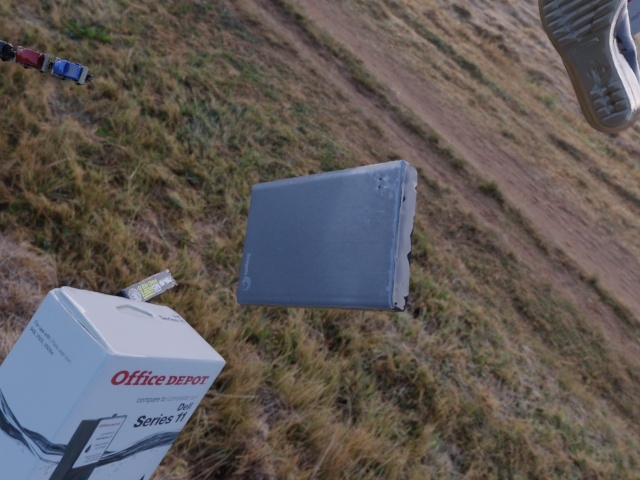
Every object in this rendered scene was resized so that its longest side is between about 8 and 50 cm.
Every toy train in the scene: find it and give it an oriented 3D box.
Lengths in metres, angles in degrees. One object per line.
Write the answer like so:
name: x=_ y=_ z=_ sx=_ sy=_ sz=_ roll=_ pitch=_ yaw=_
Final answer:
toy train: x=-0.377 y=-0.239 z=0.710 sx=0.158 sy=0.027 sz=0.036 roll=18 pitch=-4 yaw=1

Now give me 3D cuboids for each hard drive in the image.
hard drive: x=0.000 y=0.000 z=0.375 sx=0.022 sy=0.135 sz=0.094 roll=21 pitch=71 yaw=-48

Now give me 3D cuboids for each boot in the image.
boot: x=0.338 y=-0.259 z=0.673 sx=0.207 sy=0.090 sz=0.249 roll=-35 pitch=109 yaw=-57

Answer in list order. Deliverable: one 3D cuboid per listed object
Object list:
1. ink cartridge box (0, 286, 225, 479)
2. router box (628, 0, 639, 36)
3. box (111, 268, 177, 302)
ink cartridge box: x=-0.196 y=0.155 z=0.445 sx=0.086 sy=0.209 sz=0.153 roll=34 pitch=2 yaw=27
router box: x=0.462 y=-0.489 z=0.702 sx=0.082 sy=0.335 sz=0.301 roll=-36 pitch=89 yaw=-30
box: x=-0.575 y=0.191 z=1.544 sx=0.060 sy=0.270 sz=0.216 roll=60 pitch=21 yaw=-1
